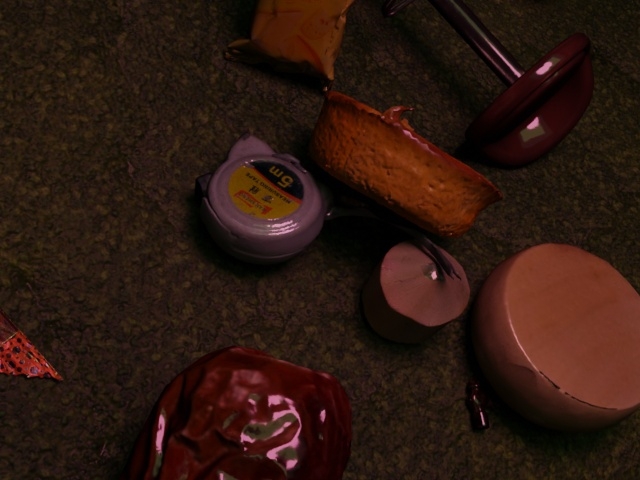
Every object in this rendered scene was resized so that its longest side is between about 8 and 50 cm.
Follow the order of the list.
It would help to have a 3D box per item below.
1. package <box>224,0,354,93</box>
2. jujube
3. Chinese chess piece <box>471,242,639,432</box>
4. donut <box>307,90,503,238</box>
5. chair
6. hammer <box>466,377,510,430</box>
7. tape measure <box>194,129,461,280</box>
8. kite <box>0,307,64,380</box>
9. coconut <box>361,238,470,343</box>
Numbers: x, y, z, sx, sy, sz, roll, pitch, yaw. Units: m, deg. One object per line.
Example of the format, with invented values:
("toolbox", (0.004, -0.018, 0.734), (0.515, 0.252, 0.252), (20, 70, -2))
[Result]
("package", (-0.022, -0.313, 1.101), (0.168, 0.226, 0.090), (15, 31, -10))
("jujube", (-0.103, 0.262, 0.780), (0.216, 0.216, 0.342), (29, 63, -7))
("Chinese chess piece", (0.314, 0.125, 1.068), (0.251, 0.097, 0.250), (13, 55, -19))
("donut", (0.103, -0.097, 1.029), (0.254, 0.253, 0.118), (26, 97, -9))
("chair", (0.216, -0.297, 1.170), (0.227, 0.226, 0.401), (-37, 84, -32))
("hammer", (0.267, 0.216, 1.063), (0.179, 0.021, 0.065), (9, 63, -22))
("tape measure", (0.001, 0.000, 0.988), (0.330, 0.084, 0.164), (34, 62, 14))
("kite", (-0.379, 0.084, 0.863), (0.223, 0.008, 0.125), (6, 63, -20))
("coconut", (0.117, 0.060, 1.013), (0.116, 0.122, 0.116), (9, 63, -18))
